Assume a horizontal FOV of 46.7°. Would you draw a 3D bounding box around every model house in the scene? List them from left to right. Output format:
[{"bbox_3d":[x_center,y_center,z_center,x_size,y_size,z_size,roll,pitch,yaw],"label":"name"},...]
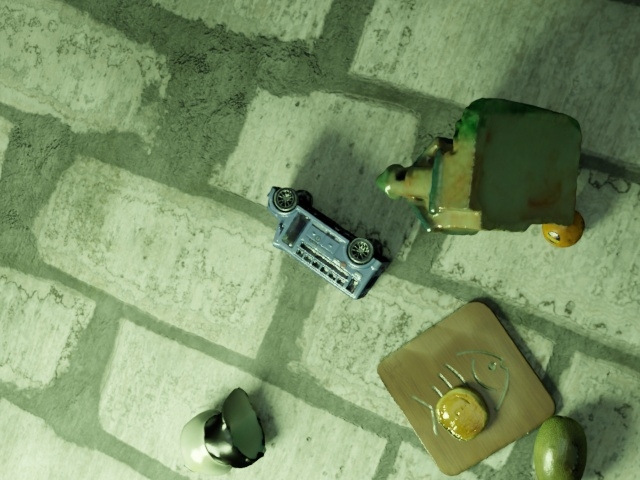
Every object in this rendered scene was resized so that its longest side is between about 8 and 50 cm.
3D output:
[{"bbox_3d":[0.288,-0.132,1.419,0.280,0.312,0.245,8,96,54],"label":"model house"}]

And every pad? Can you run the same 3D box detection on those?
[{"bbox_3d":[0.300,0.308,1.545,0.284,0.018,0.286,-36,80,13],"label":"pad"}]

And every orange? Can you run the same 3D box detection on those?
[{"bbox_3d":[0.481,-0.026,1.467,0.083,0.083,0.084,0,89,17],"label":"orange"}]

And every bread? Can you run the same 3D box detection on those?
[{"bbox_3d":[0.291,0.356,1.525,0.110,0.024,0.110,0,89,16],"label":"bread"}]

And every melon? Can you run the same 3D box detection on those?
[{"bbox_3d":[0.469,0.424,1.452,0.099,0.099,0.162,6,93,17],"label":"melon"}]

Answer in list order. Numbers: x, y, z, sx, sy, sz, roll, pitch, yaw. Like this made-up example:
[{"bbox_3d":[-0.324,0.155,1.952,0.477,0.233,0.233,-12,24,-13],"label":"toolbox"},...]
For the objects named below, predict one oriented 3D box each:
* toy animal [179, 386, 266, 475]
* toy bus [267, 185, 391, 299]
[{"bbox_3d":[-0.224,0.433,1.647,0.179,0.138,0.166,-25,62,23],"label":"toy animal"},{"bbox_3d":[0.000,0.000,1.586,0.292,0.125,0.133,35,99,13],"label":"toy bus"}]
